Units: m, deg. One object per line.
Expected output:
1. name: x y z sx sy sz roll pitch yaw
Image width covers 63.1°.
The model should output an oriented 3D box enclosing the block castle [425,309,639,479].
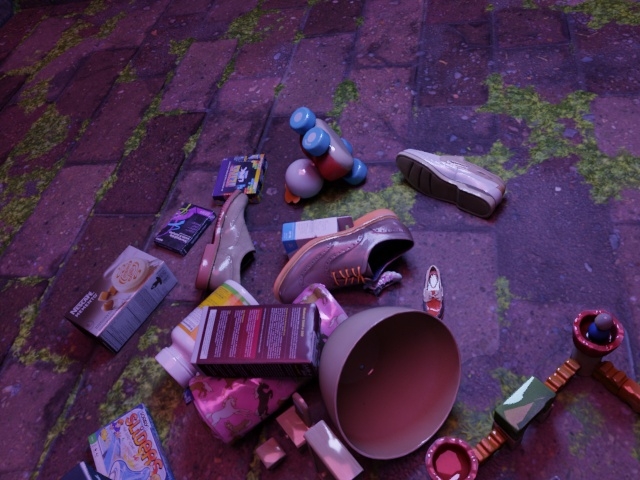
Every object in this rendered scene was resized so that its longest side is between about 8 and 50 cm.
1. block castle: 0.434 0.354 0.878 0.453 0.213 0.303 -35 52 -15

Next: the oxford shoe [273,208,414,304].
1. oxford shoe: 0.055 0.056 1.251 0.363 0.130 0.133 -33 40 -4

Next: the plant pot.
1. plant pot: 0.107 0.252 1.037 0.284 0.284 0.191 -38 24 -17

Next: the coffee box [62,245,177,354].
1. coffee box: -0.518 0.150 1.365 0.141 0.098 0.246 21 59 28

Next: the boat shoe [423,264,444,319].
1. boat shoe: 0.265 0.123 1.221 0.049 0.043 0.137 1 53 13

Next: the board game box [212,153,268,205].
1. board game box: -0.245 -0.188 1.604 0.141 0.048 0.170 -3 51 11

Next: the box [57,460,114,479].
1. box: -0.441 0.612 0.842 0.395 0.294 0.212 -40 53 -17

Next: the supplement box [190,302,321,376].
1. supplement box: -0.124 0.199 1.040 0.239 0.073 0.130 -3 53 11

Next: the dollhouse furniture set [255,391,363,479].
1. dollhouse furniture set: -0.102 0.486 0.909 0.355 0.174 0.303 -31 50 -21

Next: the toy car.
1. toy car: -0.034 -0.213 1.507 0.238 0.219 0.210 -43 48 16

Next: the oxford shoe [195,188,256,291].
1. oxford shoe: -0.235 0.005 1.425 0.130 0.123 0.348 16 52 -6

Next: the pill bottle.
1. pill bottle: -0.258 0.220 1.216 0.136 0.136 0.245 32 65 33

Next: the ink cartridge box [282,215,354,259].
1. ink cartridge box: 0.000 0.000 1.349 0.180 0.104 0.060 -7 50 10

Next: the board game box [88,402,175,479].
1. board game box: -0.405 0.470 1.117 0.136 0.035 0.201 -32 51 -12

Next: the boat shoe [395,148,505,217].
1. boat shoe: 0.348 -0.172 1.404 0.302 0.113 0.103 34 64 22

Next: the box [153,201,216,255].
1. box: -0.398 -0.037 1.533 0.116 0.029 0.162 17 59 26

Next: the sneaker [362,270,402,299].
1. sneaker: 0.149 0.113 1.266 0.098 0.038 0.069 -7 51 22

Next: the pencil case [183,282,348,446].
1. pencil case: -0.103 0.260 1.134 0.386 0.167 0.160 -36 11 -16
